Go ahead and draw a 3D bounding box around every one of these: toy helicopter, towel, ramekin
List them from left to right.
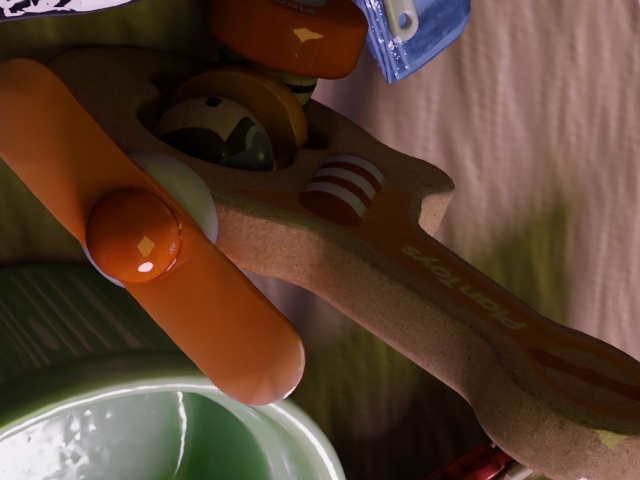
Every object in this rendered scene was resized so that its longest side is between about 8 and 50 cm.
[{"bbox_3d":[-0.149,0.159,0.915,0.303,0.148,0.303,-17,128,-24],"label":"ramekin"},{"bbox_3d":[0.000,0.000,0.765,0.235,0.355,0.140,-8,126,-51],"label":"toy helicopter"},{"bbox_3d":[0.048,-0.140,0.911,0.067,0.029,0.119,-38,145,-10],"label":"towel"}]

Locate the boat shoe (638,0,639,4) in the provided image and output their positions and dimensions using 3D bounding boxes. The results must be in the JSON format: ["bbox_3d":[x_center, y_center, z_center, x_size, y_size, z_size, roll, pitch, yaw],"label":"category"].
[{"bbox_3d":[0.224,-0.170,1.004,0.063,0.066,0.184,-46,133,-18],"label":"boat shoe"}]

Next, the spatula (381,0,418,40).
[{"bbox_3d":[0.064,-0.235,0.841,0.168,0.019,0.242,-30,118,-26],"label":"spatula"}]

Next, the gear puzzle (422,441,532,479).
[{"bbox_3d":[0.045,0.183,1.087,0.339,0.044,0.175,-33,172,-16],"label":"gear puzzle"}]

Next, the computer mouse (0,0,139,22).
[{"bbox_3d":[-0.164,-0.146,0.616,0.262,0.060,0.184,-18,139,0],"label":"computer mouse"}]
